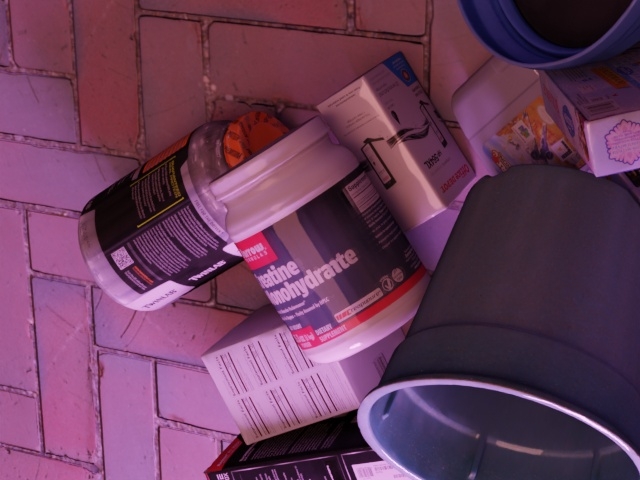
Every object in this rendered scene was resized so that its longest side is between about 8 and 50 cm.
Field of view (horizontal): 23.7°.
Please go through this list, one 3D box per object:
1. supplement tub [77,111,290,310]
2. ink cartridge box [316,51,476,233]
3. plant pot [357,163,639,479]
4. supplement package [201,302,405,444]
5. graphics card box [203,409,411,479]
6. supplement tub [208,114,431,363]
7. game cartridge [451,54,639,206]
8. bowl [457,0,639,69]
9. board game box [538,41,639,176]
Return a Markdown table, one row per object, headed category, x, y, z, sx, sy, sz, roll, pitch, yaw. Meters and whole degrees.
| category | x | y | z | sx | sy | sz | roll | pitch | yaw |
| --- | --- | --- | --- | --- | --- | --- | --- | --- | --- |
| supplement tub | -0.174 | -0.043 | 2.149 | 0.316 | 0.193 | 0.193 | -29 | 96 | 32 |
| ink cartridge box | 0.104 | -0.129 | 2.009 | 0.086 | 0.148 | 0.203 | -30 | 96 | 29 |
| plant pot | 0.256 | 0.112 | 1.819 | 0.341 | 0.334 | 0.341 | 15 | 149 | 9 |
| supplement package | -0.017 | 0.162 | 2.155 | 0.203 | 0.194 | 0.149 | -22 | 99 | 31 |
| graphics card box | 0.050 | 0.283 | 2.150 | 0.371 | 0.233 | 0.094 | -15 | 104 | 29 |
| supplement tub | 0.000 | 0.000 | 1.930 | 0.191 | 0.191 | 0.272 | -29 | 96 | 31 |
| game cartridge | 0.298 | -0.107 | 1.937 | 0.297 | 0.062 | 0.198 | 51 | 143 | 3 |
| bowl | 0.292 | -0.385 | 1.739 | 0.391 | 0.077 | 0.391 | -9 | 79 | 57 |
| board game box | 0.422 | -0.170 | 1.681 | 0.318 | 0.318 | 0.065 | -12 | 107 | 3 |
